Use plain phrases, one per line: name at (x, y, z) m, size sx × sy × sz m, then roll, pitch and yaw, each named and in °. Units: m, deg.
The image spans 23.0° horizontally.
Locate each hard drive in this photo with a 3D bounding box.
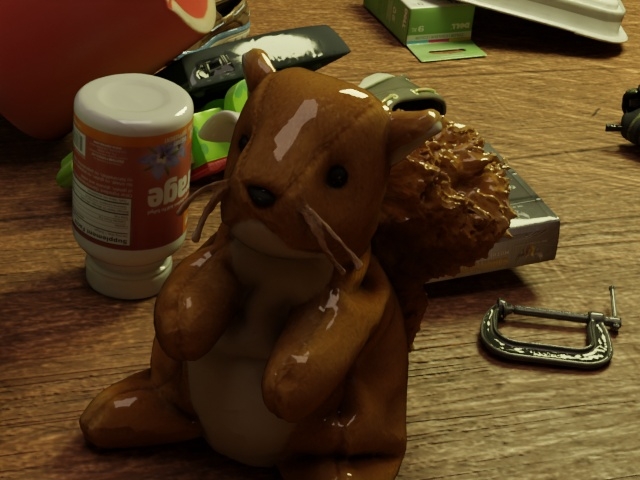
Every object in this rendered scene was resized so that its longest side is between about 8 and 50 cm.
hard drive at (-0.105, -0.211, 1.975) m, size 0.254 × 0.054 × 0.172 m, roll -18°, pitch -1°, yaw -38°

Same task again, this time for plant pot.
plant pot at (-0.274, -0.287, 1.868) m, size 0.243 × 0.275 × 0.275 m, roll -22°, pitch 26°, yaw 17°

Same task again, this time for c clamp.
c clamp at (0.243, 0.090, 1.658) m, size 0.160 × 0.022 × 0.137 m, roll 4°, pitch 36°, yaw -6°

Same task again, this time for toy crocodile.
toy crocodile at (-0.148, -0.113, 1.855) m, size 0.340 × 0.105 × 0.115 m, roll -18°, pitch -3°, yaw -33°

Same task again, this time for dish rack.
dish rack at (0.300, -0.406, 2.374) m, size 0.332 × 0.072 × 0.285 m, roll 13°, pitch 26°, yaw -8°

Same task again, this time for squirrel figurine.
squirrel figurine at (0.000, 0.000, 1.420) m, size 0.281 × 0.370 × 0.397 m, roll 21°, pitch 34°, yaw 24°

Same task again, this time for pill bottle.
pill bottle at (-0.195, -0.053, 1.625) m, size 0.121 × 0.216 × 0.121 m, roll 4°, pitch 32°, yaw -3°

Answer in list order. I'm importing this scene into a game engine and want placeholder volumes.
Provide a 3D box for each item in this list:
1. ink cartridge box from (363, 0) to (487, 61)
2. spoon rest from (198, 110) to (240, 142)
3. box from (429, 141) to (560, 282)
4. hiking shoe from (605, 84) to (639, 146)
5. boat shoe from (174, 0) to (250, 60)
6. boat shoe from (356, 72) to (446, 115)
ink cartridge box at (0.154, -0.336, 2.308) m, size 0.109 × 0.062 × 0.209 m, roll -7°, pitch 34°, yaw -22°
spoon rest at (-0.062, -0.043, 1.702) m, size 0.137 × 0.084 × 0.276 m, roll -1°, pitch 49°, yaw -29°
box at (0.122, -0.029, 1.747) m, size 0.231 × 0.056 × 0.183 m, roll -10°, pitch 36°, yaw -20°
hiking shoe at (0.463, -0.187, 2.091) m, size 0.114 × 0.086 × 0.227 m, roll 24°, pitch 36°, yaw 21°
boat shoe at (-0.170, -0.302, 2.189) m, size 0.066 × 0.066 × 0.183 m, roll 25°, pitch 36°, yaw 29°
boat shoe at (0.057, -0.127, 1.899) m, size 0.091 × 0.109 × 0.305 m, roll 14°, pitch 28°, yaw 23°
